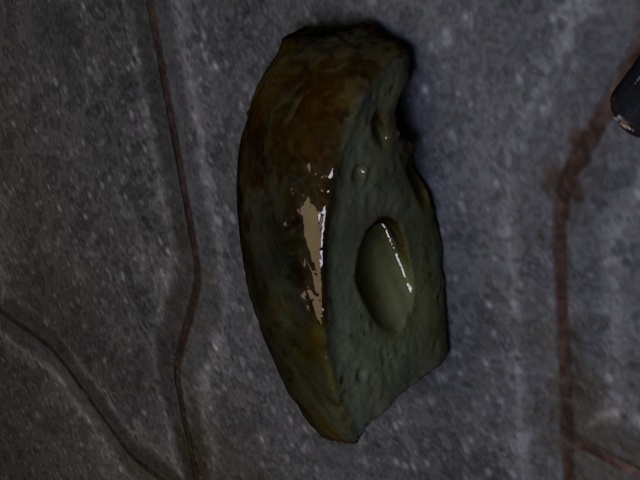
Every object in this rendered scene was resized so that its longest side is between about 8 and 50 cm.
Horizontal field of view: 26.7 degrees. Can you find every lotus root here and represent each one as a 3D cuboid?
[{"bbox_3d":[-0.003,0.002,1.030,0.210,0.142,0.314,7,117,56],"label":"lotus root"}]

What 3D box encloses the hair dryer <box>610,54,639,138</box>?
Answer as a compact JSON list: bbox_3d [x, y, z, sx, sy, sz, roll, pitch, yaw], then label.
[{"bbox_3d":[0.258,-0.065,0.690,0.195,0.050,0.173,49,147,16],"label":"hair dryer"}]
